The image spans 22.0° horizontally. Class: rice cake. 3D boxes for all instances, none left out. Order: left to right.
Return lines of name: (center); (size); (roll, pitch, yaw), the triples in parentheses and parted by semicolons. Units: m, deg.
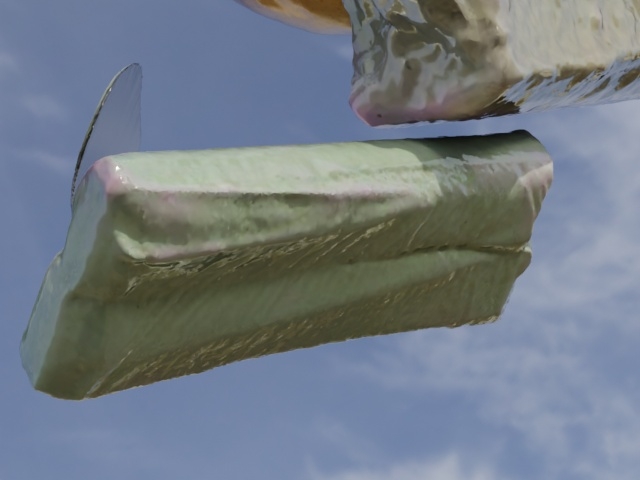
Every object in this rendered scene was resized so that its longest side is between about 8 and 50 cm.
rice cake: (0.001, 0.001, 0.556); (0.222, 0.042, 0.080); (-6, -54, -45)
rice cake: (0.131, -0.089, 0.703); (0.070, 0.064, 0.399); (-16, -3, 36)

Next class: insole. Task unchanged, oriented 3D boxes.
insole: (-0.103, -0.042, 0.812); (0.003, 0.232, 0.080); (22, -96, -1)

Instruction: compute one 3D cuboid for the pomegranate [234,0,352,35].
pomegranate: (0.007, -0.231, 1.074); (0.207, 0.207, 0.207); (-15, -44, -15)
